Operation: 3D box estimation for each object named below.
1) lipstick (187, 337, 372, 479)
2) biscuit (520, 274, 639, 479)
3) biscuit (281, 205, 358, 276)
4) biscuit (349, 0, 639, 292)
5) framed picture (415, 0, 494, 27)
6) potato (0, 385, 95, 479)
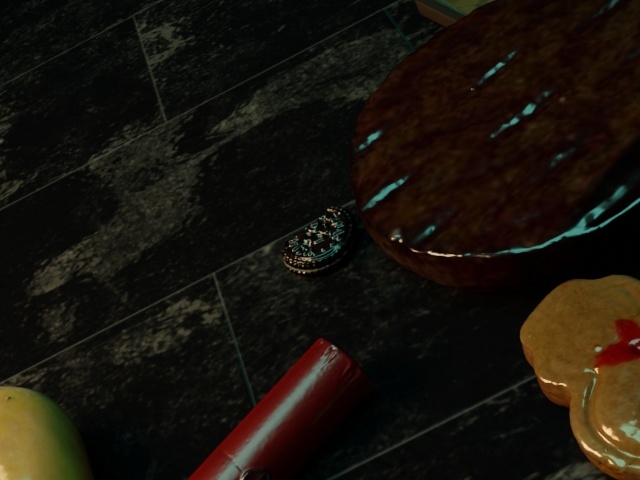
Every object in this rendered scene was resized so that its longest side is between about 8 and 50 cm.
[{"bbox_3d":[-0.066,0.206,0.973,0.280,0.073,0.073,-46,43,-17],"label":"lipstick"},{"bbox_3d":[0.304,0.118,0.868,0.202,0.047,0.334,-44,42,-16],"label":"biscuit"},{"bbox_3d":[0.000,0.000,1.176,0.087,0.027,0.089,-15,43,15],"label":"biscuit"},{"bbox_3d":[0.222,-0.112,1.114,0.407,0.091,0.407,-18,43,17],"label":"biscuit"},{"bbox_3d":[0.217,-0.305,1.364,0.128,0.023,0.168,-38,42,-10],"label":"framed picture"},{"bbox_3d":[-0.285,0.237,1.018,0.234,0.146,0.150,58,132,37],"label":"potato"}]
